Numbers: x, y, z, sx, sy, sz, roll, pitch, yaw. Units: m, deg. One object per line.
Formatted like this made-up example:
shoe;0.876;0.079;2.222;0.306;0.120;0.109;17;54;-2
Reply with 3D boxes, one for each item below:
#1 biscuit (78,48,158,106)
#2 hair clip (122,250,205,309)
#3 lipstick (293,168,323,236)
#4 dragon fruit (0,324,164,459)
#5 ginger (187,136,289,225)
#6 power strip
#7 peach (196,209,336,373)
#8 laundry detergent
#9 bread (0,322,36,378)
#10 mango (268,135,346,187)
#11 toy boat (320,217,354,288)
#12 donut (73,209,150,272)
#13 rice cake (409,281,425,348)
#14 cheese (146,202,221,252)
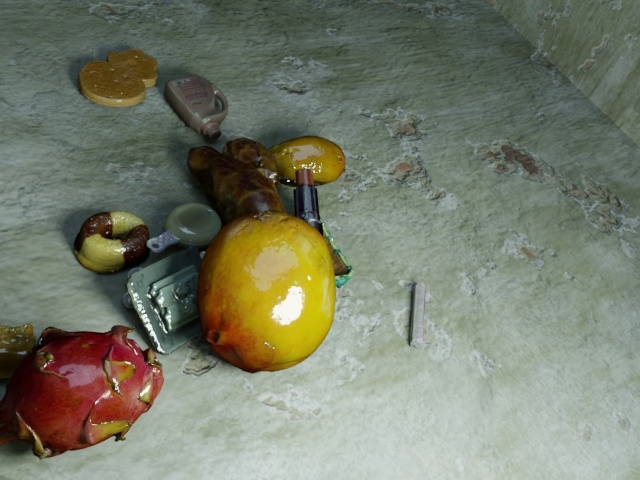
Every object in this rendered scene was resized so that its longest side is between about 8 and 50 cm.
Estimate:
biscuit;-0.609;-0.497;2.159;0.201;0.044;0.289;26;43;1
hair clip;-0.353;0.099;1.698;0.257;0.075;0.146;-20;61;-43
lipstick;-0.033;-0.049;1.841;0.081;0.081;0.300;4;69;-19
dragon fruit;-0.468;0.285;1.368;0.314;0.250;0.250;-3;49;-4
ginger;-0.177;-0.123;1.901;0.254;0.176;0.418;-14;51;-26
power strip;-0.317;0.130;1.621;0.213;0.064;0.198;-33;101;-42
peach;-0.117;0.121;1.602;0.289;0.373;0.373;3;40;22
laundry detergent;-0.350;-0.406;2.158;0.171;0.076;0.237;-24;62;-37
bread;-0.765;0.203;1.401;0.380;0.109;0.185;-2;42;-27
mango;-0.044;-0.236;2.096;0.248;0.151;0.156;-4;19;-18
toy boat;-0.005;0.004;1.911;0.108;0.099;0.293;-10;61;-29
donut;-0.504;-0.004;1.726;0.183;0.073;0.166;-7;50;-30
rice cake;0.259;0.195;1.875;0.036;0.047;0.207;14;44;-1
cheese;-0.350;-0.023;1.793;0.137;0.064;0.227;36;38;16
